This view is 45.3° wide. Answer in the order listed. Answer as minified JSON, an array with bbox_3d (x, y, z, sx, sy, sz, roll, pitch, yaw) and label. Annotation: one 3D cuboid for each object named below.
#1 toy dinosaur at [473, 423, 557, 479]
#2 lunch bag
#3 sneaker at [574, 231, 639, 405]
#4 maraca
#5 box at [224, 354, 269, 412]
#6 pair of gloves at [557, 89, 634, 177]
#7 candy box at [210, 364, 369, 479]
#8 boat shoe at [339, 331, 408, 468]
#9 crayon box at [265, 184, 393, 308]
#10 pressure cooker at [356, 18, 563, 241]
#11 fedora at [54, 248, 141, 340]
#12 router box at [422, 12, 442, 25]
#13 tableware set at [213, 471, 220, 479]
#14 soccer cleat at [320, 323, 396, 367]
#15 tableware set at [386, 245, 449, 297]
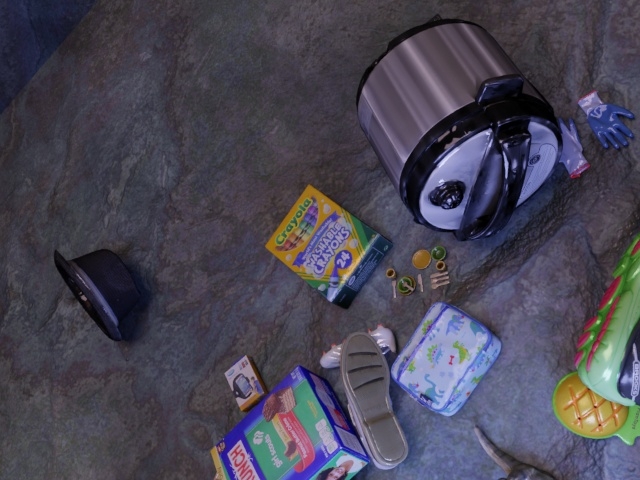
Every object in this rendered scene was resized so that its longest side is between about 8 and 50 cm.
[{"bbox_3d":[0.391,0.484,1.517,0.268,0.064,0.118,27,81,39],"label":"toy dinosaur"},{"bbox_3d":[0.268,0.255,1.668,0.176,0.090,0.219,37,92,40],"label":"lunch bag"},{"bbox_3d":[0.665,0.102,1.443,0.202,0.185,0.482,34,83,1],"label":"sneaker"},{"bbox_3d":[0.538,0.319,1.464,0.186,0.099,0.127,16,91,11],"label":"maraca"},{"bbox_3d":[-0.193,0.360,1.962,0.081,0.028,0.136,-41,57,13],"label":"box"},{"bbox_3d":[0.588,-0.238,1.694,0.198,0.023,0.159,-35,58,18],"label":"pair of gloves"},{"bbox_3d":[-0.080,0.491,1.747,0.317,0.122,0.268,-46,39,10],"label":"candy box"},{"bbox_3d":[0.104,0.357,1.701,0.113,0.103,0.302,-6,66,-16],"label":"boat shoe"},{"bbox_3d":[0.000,0.000,1.944,0.323,0.083,0.203,37,94,38],"label":"crayon box"},{"bbox_3d":[0.304,-0.216,1.654,0.375,0.370,0.420,-39,52,19],"label":"pressure cooker"},{"bbox_3d":[-0.630,0.129,2.229,0.152,0.334,0.334,-36,50,-21],"label":"fedora"},{"bbox_3d":[0.299,-0.513,1.979,0.092,0.038,0.122,-35,56,17],"label":"router box"},{"bbox_3d":[-0.240,0.665,1.877,0.169,0.020,0.141,27,87,38],"label":"tableware set"},{"bbox_3d":[0.086,0.265,1.795,0.196,0.068,0.076,-28,62,18],"label":"soccer cleat"},{"bbox_3d":[0.228,0.071,1.804,0.154,0.024,0.104,-17,63,27],"label":"tableware set"}]
